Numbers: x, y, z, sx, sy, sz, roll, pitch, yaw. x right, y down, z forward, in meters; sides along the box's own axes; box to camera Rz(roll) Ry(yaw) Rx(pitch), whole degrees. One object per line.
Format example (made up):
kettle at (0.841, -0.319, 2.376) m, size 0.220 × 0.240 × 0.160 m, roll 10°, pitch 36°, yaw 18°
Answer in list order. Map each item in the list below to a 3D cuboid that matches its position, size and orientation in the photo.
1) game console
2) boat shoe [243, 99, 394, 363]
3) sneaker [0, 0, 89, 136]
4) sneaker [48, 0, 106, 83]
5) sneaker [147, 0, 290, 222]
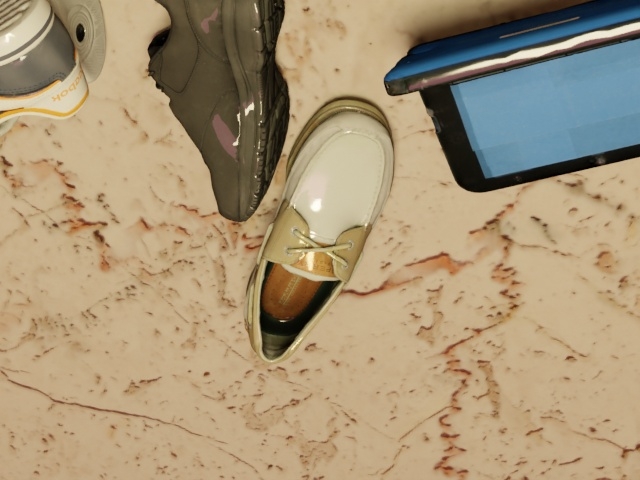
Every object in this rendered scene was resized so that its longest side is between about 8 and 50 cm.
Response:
game console at (0.233, -0.127, 1.831) m, size 0.293 × 0.250 × 0.173 m, roll -14°, pitch 100°, yaw 15°
boat shoe at (0.000, 0.000, 1.988) m, size 0.113 × 0.103 × 0.302 m, roll 14°, pitch 129°, yaw -8°
sneaker at (-0.353, -0.152, 1.830) m, size 0.321 × 0.126 × 0.127 m, roll 3°, pitch 139°, yaw 38°
sneaker at (-0.288, -0.236, 1.846) m, size 0.121 × 0.079 × 0.217 m, roll 0°, pitch 135°, yaw 23°
sneaker at (-0.099, -0.148, 1.891) m, size 0.130 × 0.109 × 0.286 m, roll 7°, pitch 123°, yaw 11°
